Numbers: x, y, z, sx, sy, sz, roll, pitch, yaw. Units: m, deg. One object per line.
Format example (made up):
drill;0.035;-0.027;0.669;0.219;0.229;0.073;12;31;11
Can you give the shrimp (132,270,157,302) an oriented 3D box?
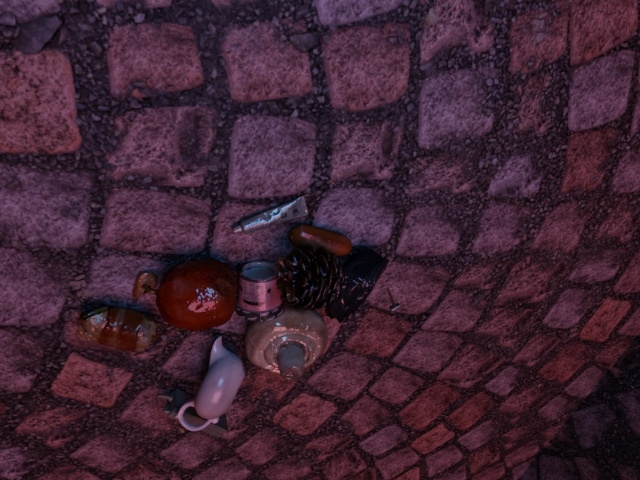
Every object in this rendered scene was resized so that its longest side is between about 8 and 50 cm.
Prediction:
shrimp;-0.490;0.131;1.323;0.059;0.023;0.108;6;120;-34

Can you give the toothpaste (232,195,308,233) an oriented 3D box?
toothpaste;-0.139;-0.063;1.316;0.218;0.041;0.064;-21;121;-11

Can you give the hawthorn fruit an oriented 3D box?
hawthorn fruit;-0.352;0.146;1.281;0.253;0.205;0.205;2;122;-11

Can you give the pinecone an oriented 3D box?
pinecone;-0.037;0.108;1.293;0.204;0.179;0.184;-22;116;-49

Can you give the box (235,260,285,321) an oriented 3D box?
box;-0.176;0.139;1.370;0.151;0.151;0.135;-6;116;-16

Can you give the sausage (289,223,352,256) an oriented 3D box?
sausage;0.000;0.000;1.386;0.197;0.076;0.076;16;115;-27

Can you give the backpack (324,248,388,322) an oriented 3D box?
backpack;0.091;0.147;1.459;0.133;0.206;0.258;33;127;13

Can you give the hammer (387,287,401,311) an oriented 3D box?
hammer;0.249;0.205;1.650;0.035;0.019;0.110;-27;125;-2

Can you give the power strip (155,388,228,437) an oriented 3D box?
power strip;-0.433;0.576;1.594;0.053;0.093;0.288;-39;127;10

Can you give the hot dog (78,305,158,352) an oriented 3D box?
hot dog;-0.563;0.241;1.324;0.213;0.103;0.146;25;132;-22

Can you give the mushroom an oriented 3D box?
mushroom;-0.101;0.320;1.460;0.260;0.234;0.254;-36;123;6

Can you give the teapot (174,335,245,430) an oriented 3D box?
teapot;-0.339;0.466;1.487;0.165;0.208;0.300;36;86;-10
